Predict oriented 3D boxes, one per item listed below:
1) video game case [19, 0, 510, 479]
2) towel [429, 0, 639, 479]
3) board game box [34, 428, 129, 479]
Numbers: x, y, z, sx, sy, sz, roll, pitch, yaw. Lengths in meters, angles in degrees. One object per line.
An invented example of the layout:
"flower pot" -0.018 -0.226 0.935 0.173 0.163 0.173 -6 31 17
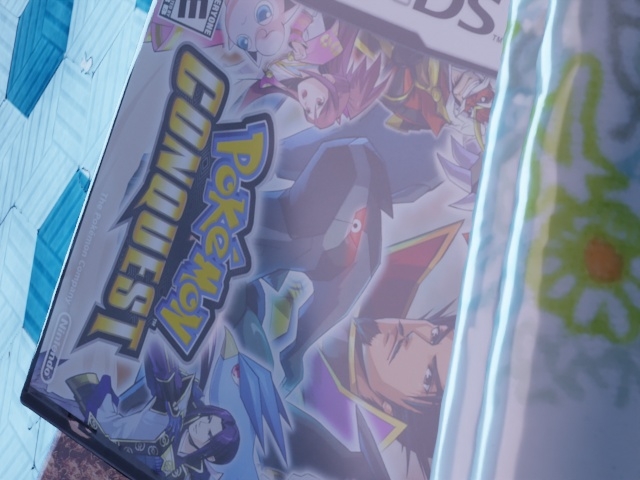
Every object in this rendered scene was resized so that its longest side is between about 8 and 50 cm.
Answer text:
"video game case" 0.000 0.000 0.666 0.248 0.035 0.275 28 103 33
"towel" 0.204 0.045 0.510 0.090 0.320 0.374 141 140 -76
"board game box" -0.031 0.047 0.903 0.291 0.141 0.232 -62 -3 -77
